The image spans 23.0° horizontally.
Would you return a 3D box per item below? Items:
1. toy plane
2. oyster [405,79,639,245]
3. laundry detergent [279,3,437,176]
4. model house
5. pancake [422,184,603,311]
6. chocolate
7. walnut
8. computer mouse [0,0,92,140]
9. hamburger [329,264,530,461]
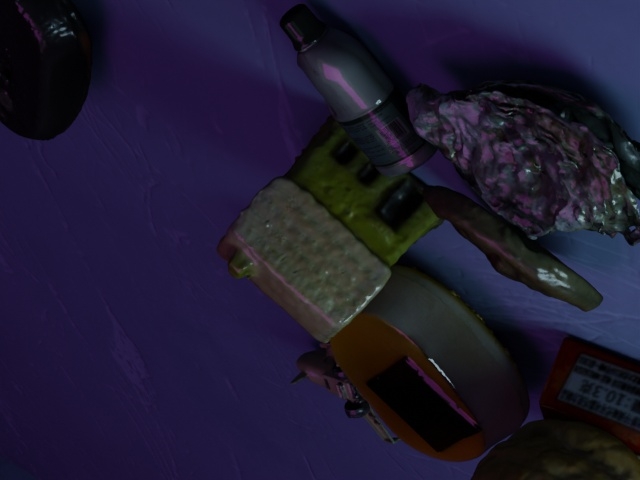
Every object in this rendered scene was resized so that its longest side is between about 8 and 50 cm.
[{"bbox_3d":[0.043,0.206,2.378,0.244,0.092,0.229,7,124,44],"label":"toy plane"},{"bbox_3d":[0.221,-0.081,1.631,0.268,0.112,0.198,15,146,46],"label":"oyster"},{"bbox_3d":[0.035,-0.172,1.775,0.225,0.070,0.099,48,160,-20],"label":"laundry detergent"},{"bbox_3d":[0.000,0.000,1.918,0.193,0.234,0.175,43,155,-3],"label":"model house"},{"bbox_3d":[0.205,0.007,1.754,0.242,0.050,0.242,36,-175,-4],"label":"pancake"},{"bbox_3d":[0.397,0.257,1.963,0.237,0.108,0.235,23,149,34],"label":"chocolate"},{"bbox_3d":[0.297,0.339,1.873,0.257,0.257,0.224,20,180,35],"label":"walnut"},{"bbox_3d":[-0.392,-0.266,2.142,0.183,0.116,0.323,36,148,9],"label":"computer mouse"},{"bbox_3d":[0.148,0.156,2.086,0.227,0.151,0.295,-15,115,53],"label":"hamburger"}]
